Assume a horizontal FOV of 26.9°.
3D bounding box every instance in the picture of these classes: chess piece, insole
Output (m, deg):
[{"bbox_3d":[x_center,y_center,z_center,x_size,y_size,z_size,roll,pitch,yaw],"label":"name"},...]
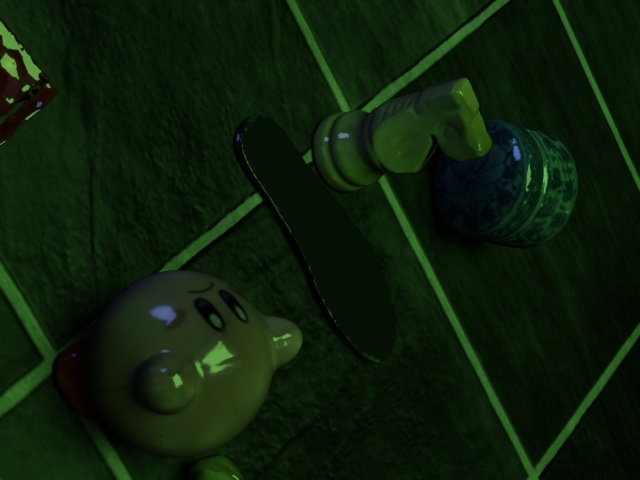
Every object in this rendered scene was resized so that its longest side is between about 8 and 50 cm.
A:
[{"bbox_3d":[0.090,-0.113,1.425,0.090,0.200,0.090,13,72,-43],"label":"chess piece"},{"bbox_3d":[0.000,0.000,1.441,0.309,0.012,0.110,56,48,-20],"label":"insole"}]

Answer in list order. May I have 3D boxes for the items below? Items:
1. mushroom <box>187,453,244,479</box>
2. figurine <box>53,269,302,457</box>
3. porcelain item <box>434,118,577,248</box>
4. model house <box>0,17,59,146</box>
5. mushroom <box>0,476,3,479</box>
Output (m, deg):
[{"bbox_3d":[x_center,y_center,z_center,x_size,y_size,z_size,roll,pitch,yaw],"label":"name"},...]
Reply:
[{"bbox_3d":[-0.147,0.284,1.165,0.270,0.103,0.118,-28,106,-56],"label":"mushroom"},{"bbox_3d":[-0.122,0.108,1.175,0.173,0.173,0.173,14,70,-43],"label":"figurine"},{"bbox_3d":[0.216,-0.067,1.584,0.114,0.147,0.147,9,73,-42],"label":"porcelain item"},{"bbox_3d":[-0.353,-0.148,0.990,0.196,0.160,0.254,-50,121,-34],"label":"model house"},{"bbox_3d":[-0.387,0.148,0.947,0.351,0.097,0.109,16,68,-40],"label":"mushroom"}]
